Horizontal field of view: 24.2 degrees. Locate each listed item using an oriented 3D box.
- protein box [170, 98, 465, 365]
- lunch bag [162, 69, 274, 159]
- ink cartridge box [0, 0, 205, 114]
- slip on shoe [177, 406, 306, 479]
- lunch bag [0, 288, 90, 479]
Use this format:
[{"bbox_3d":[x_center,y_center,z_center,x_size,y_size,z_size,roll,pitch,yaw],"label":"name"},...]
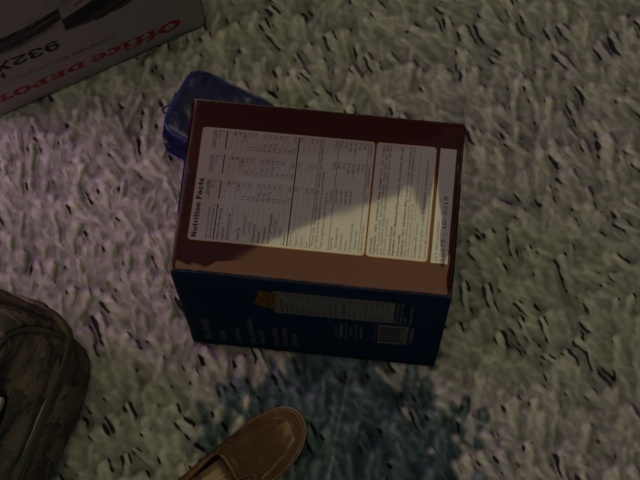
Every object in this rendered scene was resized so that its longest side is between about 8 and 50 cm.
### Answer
[{"bbox_3d":[0.000,0.000,1.149,0.201,0.200,0.136,6,71,3],"label":"protein box"},{"bbox_3d":[-0.088,-0.093,1.253,0.098,0.065,0.067,27,72,4],"label":"lunch bag"},{"bbox_3d":[-0.223,-0.241,1.178,0.223,0.307,0.129,-25,75,-8],"label":"ink cartridge box"},{"bbox_3d":[-0.068,0.178,1.173,0.135,0.041,0.051,-33,74,-10],"label":"slip on shoe"},{"bbox_3d":[-0.348,0.095,1.093,0.305,0.256,0.213,20,73,8],"label":"lunch bag"}]
